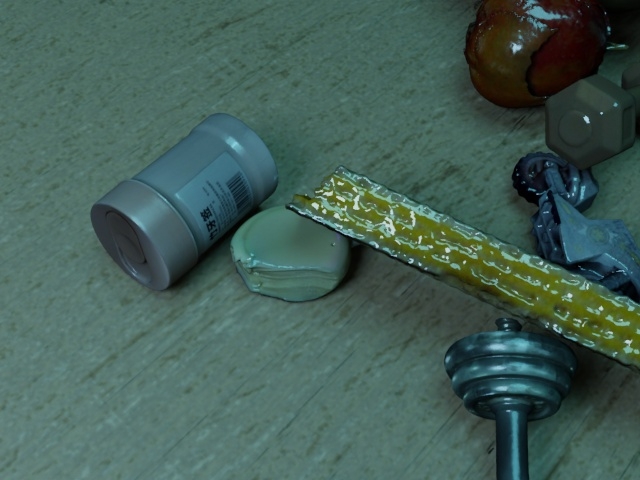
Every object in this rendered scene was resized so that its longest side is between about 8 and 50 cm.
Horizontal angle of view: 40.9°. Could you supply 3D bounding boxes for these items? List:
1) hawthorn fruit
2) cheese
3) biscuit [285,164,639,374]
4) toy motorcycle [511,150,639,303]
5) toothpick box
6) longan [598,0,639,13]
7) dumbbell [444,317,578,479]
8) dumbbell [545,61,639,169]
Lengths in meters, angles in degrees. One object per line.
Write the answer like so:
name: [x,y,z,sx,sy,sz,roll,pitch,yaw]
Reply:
hawthorn fruit: [0.244,-0.213,0.933,0.172,0.148,0.148,10,54,7]
cheese: [0.001,0.006,0.804,0.171,0.048,0.092,-4,57,-12]
biscuit: [0.156,0.030,0.732,0.378,0.094,0.054,25,91,7]
toy motorcycle: [0.265,-0.008,0.837,0.122,0.080,0.215,-1,53,-9]
toothpick box: [-0.122,-0.037,0.784,0.098,0.098,0.149,35,57,16]
longan: [0.333,-0.436,0.990,0.404,0.336,0.404,-1,27,1]
dumbbell: [0.153,0.180,0.678,0.110,0.110,0.255,7,60,-4]
dumbbell: [0.322,-0.141,0.900,0.082,0.092,0.231,11,24,43]
